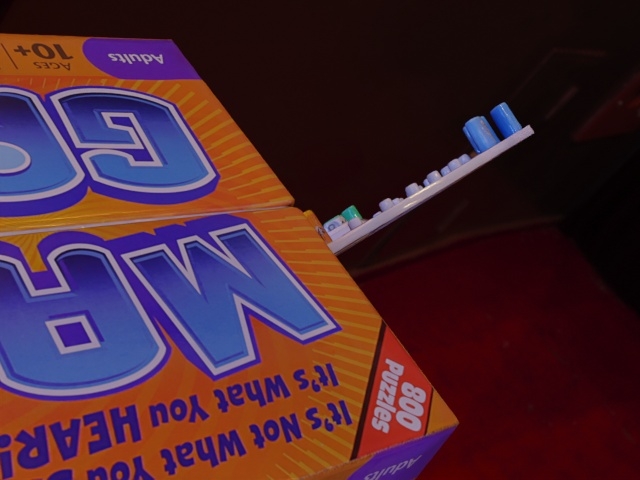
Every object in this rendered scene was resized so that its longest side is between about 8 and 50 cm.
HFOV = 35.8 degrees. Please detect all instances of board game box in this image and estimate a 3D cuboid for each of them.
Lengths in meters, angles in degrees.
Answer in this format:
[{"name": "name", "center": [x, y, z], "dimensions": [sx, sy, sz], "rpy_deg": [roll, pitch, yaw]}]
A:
[{"name": "board game box", "center": [-0.217, 0.118, 0.608], "dimensions": [0.356, 0.356, 0.356], "rpy_deg": [-8, 49, -41]}, {"name": "board game box", "center": [0.000, 0.000, 1.133], "dimensions": [0.390, 0.390, 0.050], "rpy_deg": [-31, 88, -38]}]
